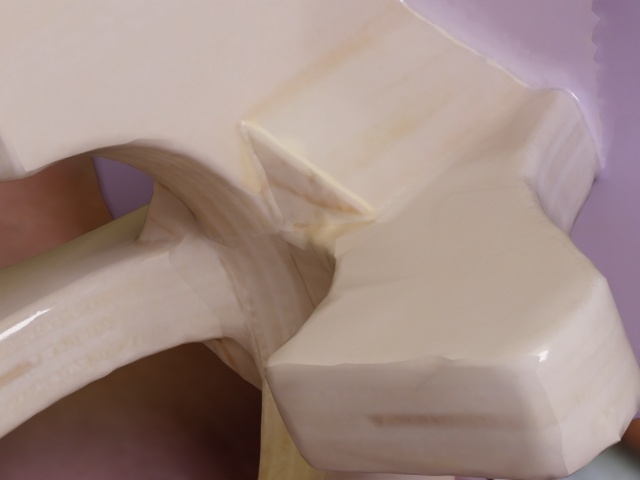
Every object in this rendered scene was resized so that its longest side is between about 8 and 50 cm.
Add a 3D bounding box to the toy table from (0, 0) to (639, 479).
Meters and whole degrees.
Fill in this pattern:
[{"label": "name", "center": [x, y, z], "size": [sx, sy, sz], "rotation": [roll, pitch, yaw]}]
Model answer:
[{"label": "toy table", "center": [0.000, 0.000, 0.461], "size": [0.161, 0.274, 0.252], "rotation": [-40, 102, -41]}]
